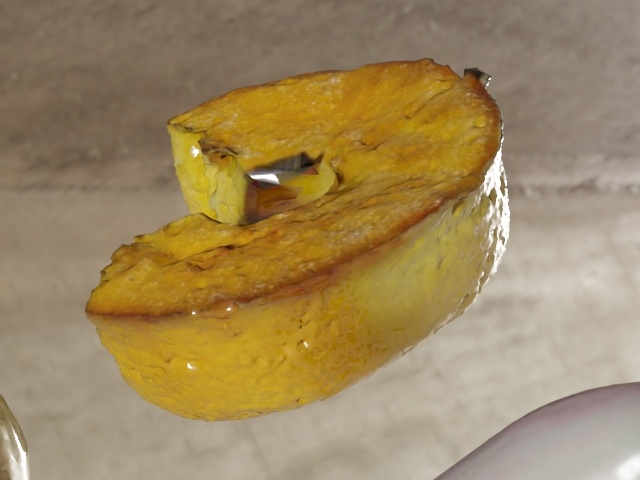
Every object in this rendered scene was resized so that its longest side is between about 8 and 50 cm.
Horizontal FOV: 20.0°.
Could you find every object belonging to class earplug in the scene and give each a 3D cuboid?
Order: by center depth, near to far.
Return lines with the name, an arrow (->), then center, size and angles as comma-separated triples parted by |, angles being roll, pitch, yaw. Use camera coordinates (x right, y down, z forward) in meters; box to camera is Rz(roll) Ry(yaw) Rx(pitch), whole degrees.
earplug -> 0.135, 0.183, 1.125 | 0.172, 0.172, 0.301 | -16, 157, -45

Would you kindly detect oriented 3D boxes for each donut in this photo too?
donut -> 0.000, 0.000, 1.678 | 0.377, 0.163, 0.435 | -7, -149, 23

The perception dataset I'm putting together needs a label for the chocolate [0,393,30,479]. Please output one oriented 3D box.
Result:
chocolate -> -0.253, 0.120, 0.876 | 0.134, 0.134, 0.309 | -29, 170, 21
